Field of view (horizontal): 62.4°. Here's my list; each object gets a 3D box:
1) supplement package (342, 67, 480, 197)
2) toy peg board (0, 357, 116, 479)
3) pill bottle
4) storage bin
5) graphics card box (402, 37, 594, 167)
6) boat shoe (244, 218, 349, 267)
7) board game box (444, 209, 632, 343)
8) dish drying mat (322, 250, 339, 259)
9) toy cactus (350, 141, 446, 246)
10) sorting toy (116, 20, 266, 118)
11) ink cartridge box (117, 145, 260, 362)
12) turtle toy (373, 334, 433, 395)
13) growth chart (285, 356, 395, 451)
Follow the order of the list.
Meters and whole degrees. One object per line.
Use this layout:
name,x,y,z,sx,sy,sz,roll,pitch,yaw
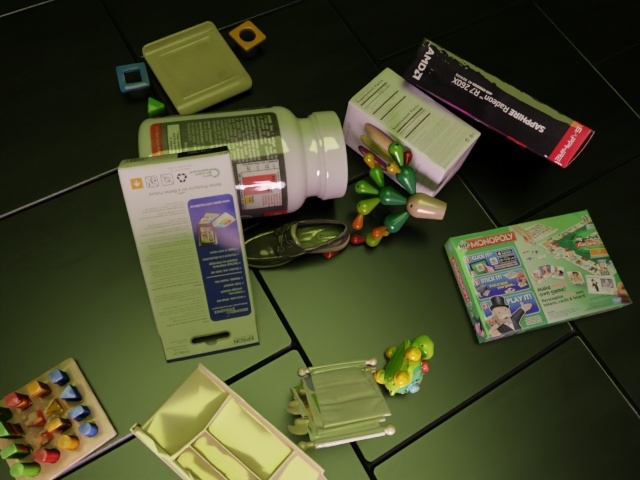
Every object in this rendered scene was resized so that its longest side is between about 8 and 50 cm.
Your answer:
supplement package,0.182,-0.219,1.116,0.244,0.139,0.134,39,67,13
toy peg board,-0.454,0.298,0.868,0.161,0.079,0.161,-33,74,-17
pill bottle,-0.143,-0.145,1.015,0.363,0.210,0.210,-8,68,-8
storage bin,-0.119,0.330,0.789,0.260,0.262,0.123,38,67,10
graphics card box,0.366,-0.289,1.118,0.371,0.233,0.094,33,110,7
boat shoe,-0.051,-0.004,1.033,0.224,0.073,0.080,-10,68,-5
board game box,0.436,0.067,1.071,0.318,0.046,0.213,-11,68,-10
dish drying mat,0.000,0.000,1.076,0.032,0.008,0.083,-37,75,-17
toy cactus,0.154,-0.078,1.044,0.181,0.112,0.218,16,101,6
sorting toy,-0.275,-0.383,1.194,0.348,0.047,0.196,-29,77,-16
ink cartridge box,-0.218,0.031,0.921,0.176,0.069,0.370,-10,112,-9
turtle toy,0.161,0.225,0.959,0.066,0.095,0.130,38,68,-13
growth chart,0.028,0.261,0.876,0.172,0.237,0.021,-5,107,-3
